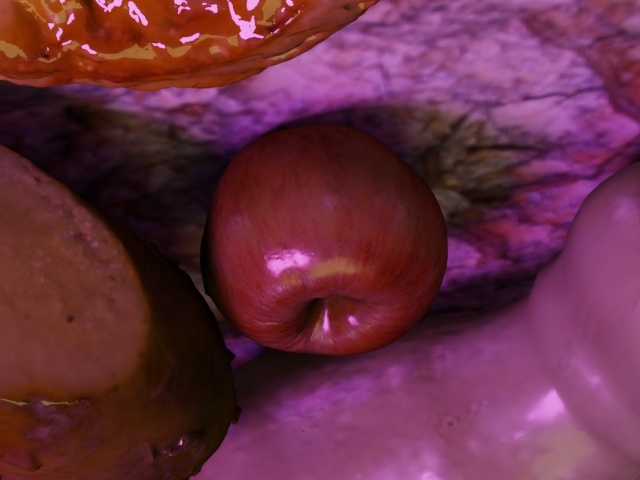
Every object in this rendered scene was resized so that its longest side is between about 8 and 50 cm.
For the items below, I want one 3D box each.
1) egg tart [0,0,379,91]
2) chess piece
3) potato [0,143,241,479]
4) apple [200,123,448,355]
[{"bbox_3d":[-0.073,-0.169,0.541,0.294,0.123,0.294,-4,144,-3],"label":"egg tart"},{"bbox_3d":[0.121,0.090,0.894,0.442,0.234,0.234,-36,138,27],"label":"chess piece"},{"bbox_3d":[-0.156,0.037,0.781,0.176,0.141,0.298,-7,150,39],"label":"potato"},{"bbox_3d":[0.003,-0.001,0.819,0.126,0.102,0.126,-2,147,-2],"label":"apple"}]
